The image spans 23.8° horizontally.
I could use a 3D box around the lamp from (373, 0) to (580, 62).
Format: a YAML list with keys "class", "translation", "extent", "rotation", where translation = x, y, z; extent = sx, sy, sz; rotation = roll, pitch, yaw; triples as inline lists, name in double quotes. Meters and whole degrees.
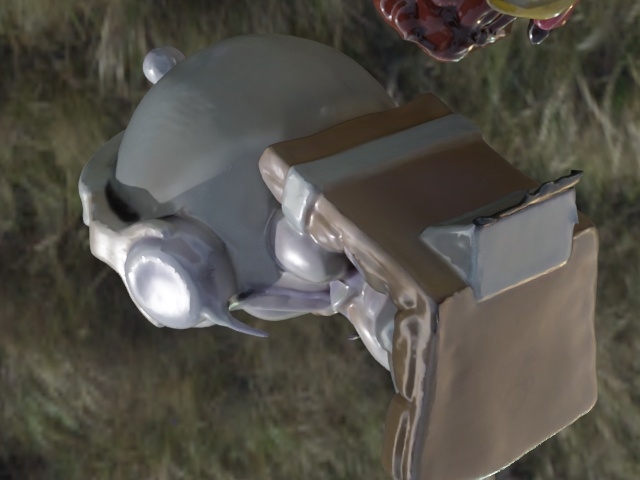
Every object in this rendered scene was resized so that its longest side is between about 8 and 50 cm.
- class: "lamp"
  translation: [0.108, -0.180, 0.683]
  extent: [0.118, 0.118, 0.253]
  rotation: [9, 150, -21]

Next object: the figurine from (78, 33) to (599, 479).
- class: "figurine"
  translation: [0.000, -0.003, 0.622]
  extent: [0.162, 0.237, 0.141]
  rotation: [-27, 134, -38]
